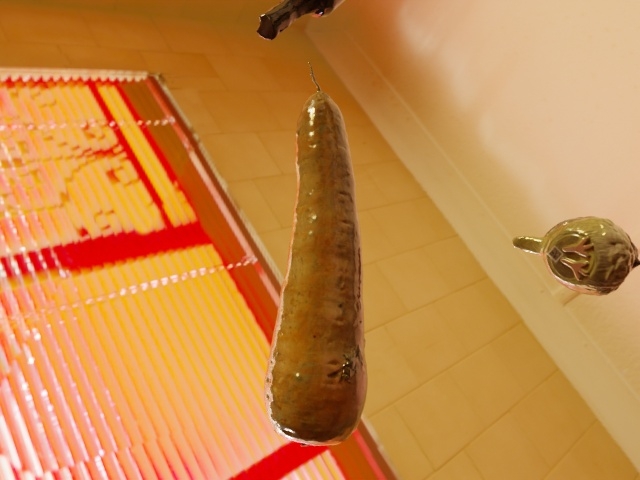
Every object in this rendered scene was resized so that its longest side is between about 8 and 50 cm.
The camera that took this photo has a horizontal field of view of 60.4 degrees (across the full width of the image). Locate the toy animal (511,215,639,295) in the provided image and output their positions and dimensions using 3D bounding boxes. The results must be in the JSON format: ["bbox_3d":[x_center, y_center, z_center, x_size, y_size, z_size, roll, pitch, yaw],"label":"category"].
[{"bbox_3d":[0.314,0.014,0.670,0.137,0.098,0.098,19,-66,50],"label":"toy animal"}]

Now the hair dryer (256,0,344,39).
[{"bbox_3d":[0.063,-0.196,0.368,0.196,0.248,0.078,34,-20,21],"label":"hair dryer"}]

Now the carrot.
[{"bbox_3d":[0.000,0.000,0.422,0.078,0.078,0.298,-10,-104,47],"label":"carrot"}]
